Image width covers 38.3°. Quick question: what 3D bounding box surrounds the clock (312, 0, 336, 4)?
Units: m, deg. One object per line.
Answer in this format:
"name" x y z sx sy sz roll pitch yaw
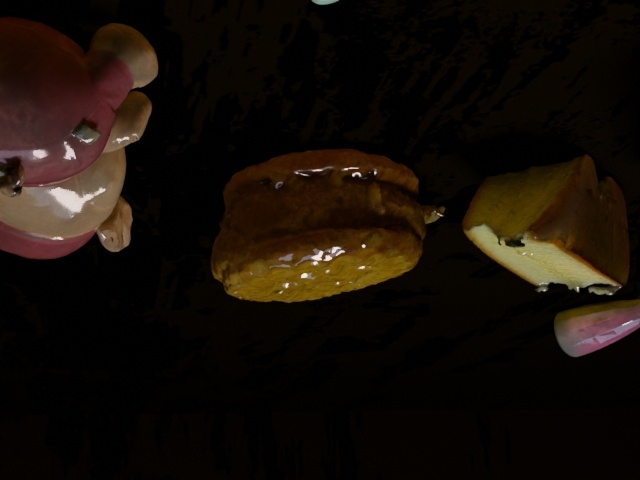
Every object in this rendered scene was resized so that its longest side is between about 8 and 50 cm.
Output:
"clock" -0.025 -0.197 0.568 0.135 0.041 0.101 8 159 -28

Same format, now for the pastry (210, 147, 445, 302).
"pastry" 0.000 0.000 1.019 0.240 0.132 0.235 -10 159 23

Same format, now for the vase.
"vase" 0.514 0.134 1.582 0.086 0.086 0.214 14 151 -41

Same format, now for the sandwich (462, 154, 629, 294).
"sandwich" 0.246 -0.022 1.004 0.122 0.128 0.236 -10 160 31

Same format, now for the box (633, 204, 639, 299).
"box" 0.492 0.001 0.797 0.416 0.115 0.264 8 -163 18

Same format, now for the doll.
"doll" -0.225 -0.087 0.707 0.152 0.196 0.256 -36 170 -25
